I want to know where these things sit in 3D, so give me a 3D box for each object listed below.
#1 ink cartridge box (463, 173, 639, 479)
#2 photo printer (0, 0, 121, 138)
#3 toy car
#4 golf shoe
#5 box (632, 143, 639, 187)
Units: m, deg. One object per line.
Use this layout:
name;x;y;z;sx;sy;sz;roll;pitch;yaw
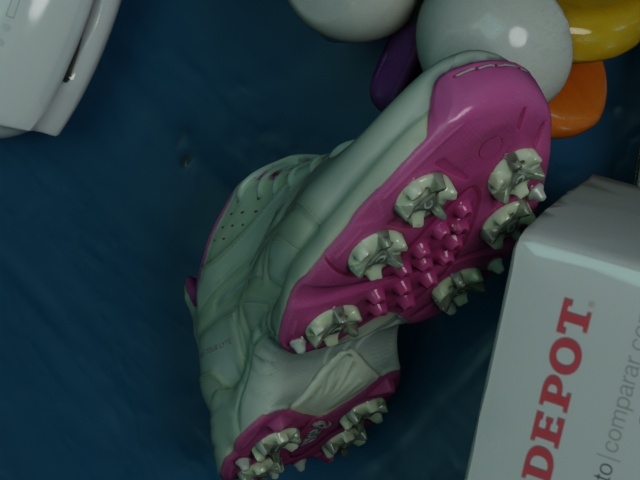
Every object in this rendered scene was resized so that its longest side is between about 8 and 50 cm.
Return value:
ink cartridge box;0.221;0.125;0.583;0.306;0.131;0.226;16;108;20
photo printer;-0.251;-0.201;0.819;0.308;0.107;0.256;15;94;22
toy car;0.070;-0.115;0.683;0.182;0.159;0.136;31;137;19
golf shoe;0.000;0.000;0.657;0.140;0.115;0.306;64;143;27
box;0.251;-0.050;0.644;0.191;0.045;0.184;12;96;22
